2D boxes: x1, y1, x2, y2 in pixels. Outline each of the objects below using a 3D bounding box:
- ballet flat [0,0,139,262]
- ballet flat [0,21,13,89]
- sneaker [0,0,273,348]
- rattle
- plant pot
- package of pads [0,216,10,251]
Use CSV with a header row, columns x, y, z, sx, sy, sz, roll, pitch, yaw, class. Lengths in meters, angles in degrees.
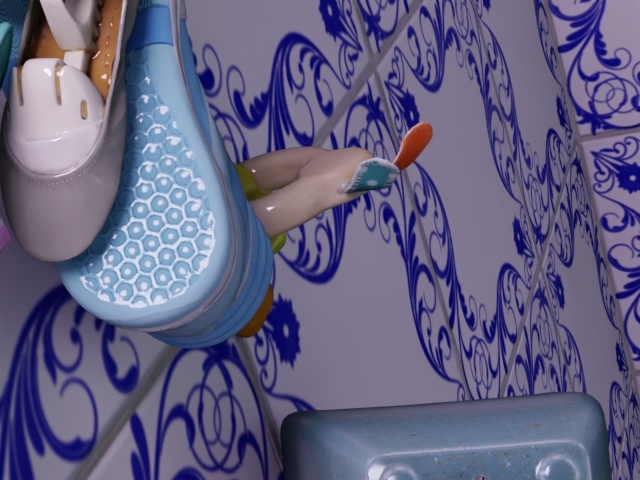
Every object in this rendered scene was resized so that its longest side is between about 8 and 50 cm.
x,y,z,sx,sy,sz,roll,pitch,yaw,class
-0.136,-0.097,0.734,0.068,0.072,0.213,57,39,-68,ballet flat
-0.211,-0.017,0.623,0.280,0.096,0.095,-89,-164,-49,ballet flat
-0.118,-0.075,0.871,0.208,0.127,0.319,65,12,-71,sneaker
0.000,0.000,1.000,0.130,0.200,0.142,-26,106,-68,rattle
0.103,0.227,0.995,0.252,0.247,0.248,101,-15,-78,plant pot
-0.196,0.012,0.702,0.083,0.050,0.032,-66,141,-56,package of pads
